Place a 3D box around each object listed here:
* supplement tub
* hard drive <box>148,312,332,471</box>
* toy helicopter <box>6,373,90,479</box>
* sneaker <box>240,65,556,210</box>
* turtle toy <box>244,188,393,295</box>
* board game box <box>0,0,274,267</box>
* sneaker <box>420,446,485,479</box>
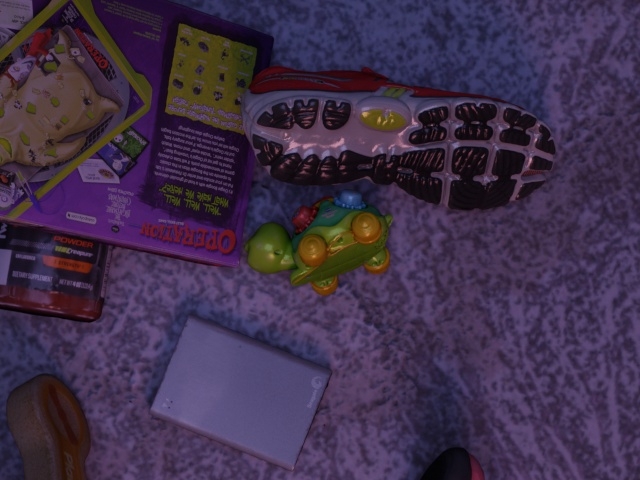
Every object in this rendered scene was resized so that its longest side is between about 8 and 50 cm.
[{"bbox_3d":[-0.222,-0.034,1.639,0.106,0.106,0.198,8,85,0],"label":"supplement tub"},{"bbox_3d":[-0.068,0.131,1.668,0.135,0.022,0.094,22,85,1],"label":"hard drive"},{"bbox_3d":[-0.193,0.268,1.565,0.140,0.235,0.355,-28,51,19],"label":"toy helicopter"},{"bbox_3d":[0.068,-0.105,1.650,0.279,0.118,0.107,9,120,-17],"label":"sneaker"},{"bbox_3d":[0.000,0.000,1.652,0.130,0.095,0.066,-21,66,-1],"label":"turtle toy"},{"bbox_3d":[-0.188,-0.106,1.562,0.056,0.346,0.208,-2,79,44],"label":"board game box"},{"bbox_3d":[0.141,0.328,1.625,0.136,0.116,0.314,-1,92,-11],"label":"sneaker"}]
